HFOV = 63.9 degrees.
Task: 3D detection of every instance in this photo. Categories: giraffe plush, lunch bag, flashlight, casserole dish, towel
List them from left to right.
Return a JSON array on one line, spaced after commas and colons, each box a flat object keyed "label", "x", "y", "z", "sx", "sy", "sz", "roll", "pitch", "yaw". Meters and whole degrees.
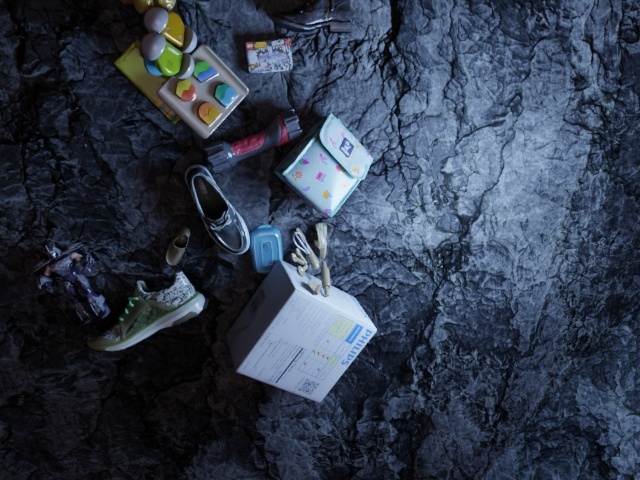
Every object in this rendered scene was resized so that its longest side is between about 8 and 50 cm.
[{"label": "giraffe plush", "x": -0.467, "y": -0.707, "z": 1.333, "sx": 0.181, "sy": 0.170, "sz": 0.210, "roll": -9, "pitch": 113, "yaw": -8}, {"label": "towel", "x": -0.482, "y": -0.463, "z": 1.511, "sx": 0.102, "sy": 0.021, "sz": 0.237, "roll": -42, "pitch": 114, "yaw": 5}, {"label": "flashlight", "x": -0.208, "y": -0.313, "z": 1.590, "sx": 0.304, "sy": 0.103, "sz": 0.103, "roll": -20, "pitch": 88, "yaw": -3}, {"label": "casserole dish", "x": -0.186, "y": 0.038, "z": 1.768, "sx": 0.114, "sy": 0.037, "sz": 0.188, "roll": -7, "pitch": 112, "yaw": -10}, {"label": "lunch bag", "x": 0.021, "y": -0.242, "z": 1.637, "sx": 0.223, "sy": 0.160, "sz": 0.262, "roll": 42, "pitch": 87, "yaw": -20}]

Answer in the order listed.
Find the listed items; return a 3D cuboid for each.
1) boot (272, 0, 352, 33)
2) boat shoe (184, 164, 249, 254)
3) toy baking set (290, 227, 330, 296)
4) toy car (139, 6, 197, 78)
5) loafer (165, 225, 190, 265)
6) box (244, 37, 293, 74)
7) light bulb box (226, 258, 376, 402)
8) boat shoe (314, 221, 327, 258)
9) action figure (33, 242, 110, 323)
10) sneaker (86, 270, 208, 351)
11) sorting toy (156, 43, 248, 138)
[{"label": "boot", "x": -0.010, "y": -0.726, "z": 1.483, "sx": 0.262, "sy": 0.091, "sz": 0.229, "roll": -3, "pitch": 107, "yaw": -15}, {"label": "boat shoe", "x": -0.335, "y": -0.081, "z": 1.642, "sx": 0.121, "sy": 0.119, "sz": 0.335, "roll": -30, "pitch": 114, "yaw": 1}, {"label": "toy baking set", "x": -0.030, "y": 0.067, "z": 1.701, "sx": 0.030, "sy": 0.256, "sz": 0.197, "roll": -30, "pitch": 122, "yaw": 20}, {"label": "toy car", "x": -0.440, "y": -0.539, "z": 1.425, "sx": 0.136, "sy": 0.159, "sz": 0.182, "roll": -5, "pitch": 76, "yaw": 30}, {"label": "loafer", "x": -0.473, "y": 0.021, "z": 1.691, "sx": 0.056, "sy": 0.050, "sz": 0.148, "roll": 20, "pitch": 106, "yaw": -19}, {"label": "box", "x": -0.154, "y": -0.554, "z": 1.541, "sx": 0.137, "sy": 0.027, "sz": 0.094, "roll": -9, "pitch": 112, "yaw": -8}, {"label": "light bulb box", "x": -0.071, "y": 0.319, "z": 1.785, "sx": 0.361, "sy": 0.225, "sz": 0.358, "roll": 30, "pitch": 103, "yaw": -28}, {"label": "boat shoe", "x": 0.000, "y": 0.000, "z": 1.790, "sx": 0.045, "sy": 0.050, "sz": 0.135, "roll": 1, "pitch": 109, "yaw": 0}, {"label": "action figure", "x": -0.789, "y": 0.129, "z": 1.643, "sx": 0.185, "sy": 0.099, "sz": 0.285, "roll": -25, "pitch": 111, "yaw": 6}, {"label": "sneaker", "x": -0.595, "y": 0.224, "z": 1.715, "sx": 0.410, "sy": 0.158, "sz": 0.182, "roll": -25, "pitch": 102, "yaw": -7}, {"label": "sorting toy", "x": -0.345, "y": -0.440, "z": 1.523, "sx": 0.208, "sy": 0.038, "sz": 0.193, "roll": -48, "pitch": 114, "yaw": -3}]
